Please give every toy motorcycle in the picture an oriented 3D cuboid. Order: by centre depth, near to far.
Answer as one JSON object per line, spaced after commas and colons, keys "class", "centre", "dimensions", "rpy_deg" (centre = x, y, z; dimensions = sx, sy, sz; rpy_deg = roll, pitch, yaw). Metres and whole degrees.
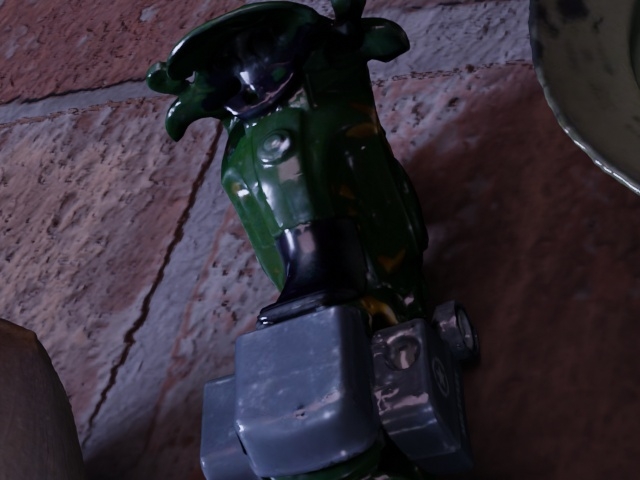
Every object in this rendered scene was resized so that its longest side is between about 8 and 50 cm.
{"class": "toy motorcycle", "centre": [0.000, 0.000, 0.545], "dimensions": [0.125, 0.187, 0.274], "rpy_deg": [-20, 46, 17]}

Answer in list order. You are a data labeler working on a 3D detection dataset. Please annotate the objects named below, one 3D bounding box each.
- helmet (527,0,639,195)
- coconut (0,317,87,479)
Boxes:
{"class": "helmet", "centre": [0.219, -0.057, 0.480], "dimensions": [0.258, 0.137, 0.204], "rpy_deg": [-19, 51, 5]}
{"class": "coconut", "centre": [-0.202, 0.136, 0.543], "dimensions": [0.224, 0.224, 0.234], "rpy_deg": [13, 74, 40]}
